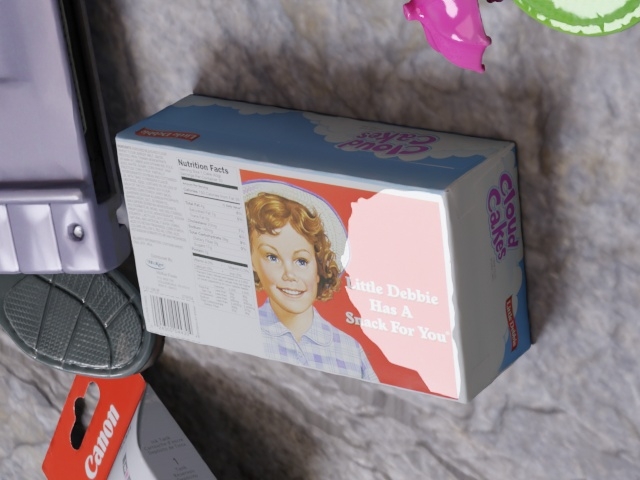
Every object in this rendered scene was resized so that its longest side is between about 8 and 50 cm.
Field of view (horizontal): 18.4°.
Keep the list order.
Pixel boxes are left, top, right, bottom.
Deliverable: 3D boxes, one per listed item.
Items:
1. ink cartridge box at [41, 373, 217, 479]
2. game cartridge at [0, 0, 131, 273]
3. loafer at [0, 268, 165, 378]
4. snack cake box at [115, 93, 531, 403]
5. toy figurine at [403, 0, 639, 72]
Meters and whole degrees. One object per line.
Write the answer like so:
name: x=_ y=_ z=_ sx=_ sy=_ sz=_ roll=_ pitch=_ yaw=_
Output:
ink cartridge box: x=-0.158 y=0.203 z=1.505 sx=0.232 sy=0.066 sz=0.189 roll=48 pitch=132 yaw=29
game cartridge: x=-0.272 y=-0.146 z=1.402 sx=0.230 sy=0.068 sz=0.355 roll=-3 pitch=108 yaw=22
loafer: x=-0.223 y=0.032 z=1.518 sx=0.267 sy=0.084 sz=0.096 roll=22 pitch=93 yaw=23
snack cake box: x=0.000 y=0.000 z=1.302 sx=0.264 sy=0.089 sz=0.152 roll=11 pitch=119 yaw=33
toy figurine: x=0.121 y=-0.151 z=1.069 sx=0.173 sy=0.159 sz=0.130 roll=-13 pitch=107 yaw=41
